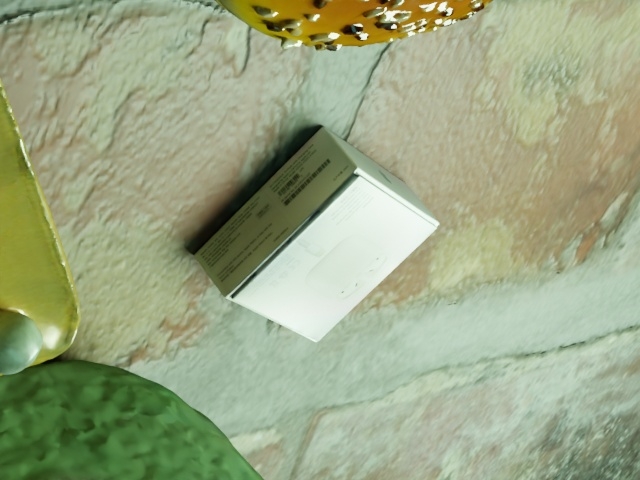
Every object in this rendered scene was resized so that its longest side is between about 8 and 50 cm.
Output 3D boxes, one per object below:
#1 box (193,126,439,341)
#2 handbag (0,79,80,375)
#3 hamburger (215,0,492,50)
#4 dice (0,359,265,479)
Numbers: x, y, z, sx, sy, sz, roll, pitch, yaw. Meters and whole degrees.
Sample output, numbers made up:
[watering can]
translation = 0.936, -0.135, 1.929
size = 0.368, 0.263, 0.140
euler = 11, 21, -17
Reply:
[box]
translation = 0.000, 0.000, 1.282
size = 0.130, 0.051, 0.129
euler = -44, 148, 10
[handbag]
translation = -0.279, -0.003, 0.889
size = 0.283, 0.133, 0.401
euler = -20, 158, -9
[hamburger]
translation = 0.050, -0.229, 0.930
size = 0.300, 0.176, 0.300
euler = -26, 148, -18
[dice]
translation = -0.199, 0.296, 1.204
size = 0.318, 0.322, 0.330
euler = -11, 141, -37
